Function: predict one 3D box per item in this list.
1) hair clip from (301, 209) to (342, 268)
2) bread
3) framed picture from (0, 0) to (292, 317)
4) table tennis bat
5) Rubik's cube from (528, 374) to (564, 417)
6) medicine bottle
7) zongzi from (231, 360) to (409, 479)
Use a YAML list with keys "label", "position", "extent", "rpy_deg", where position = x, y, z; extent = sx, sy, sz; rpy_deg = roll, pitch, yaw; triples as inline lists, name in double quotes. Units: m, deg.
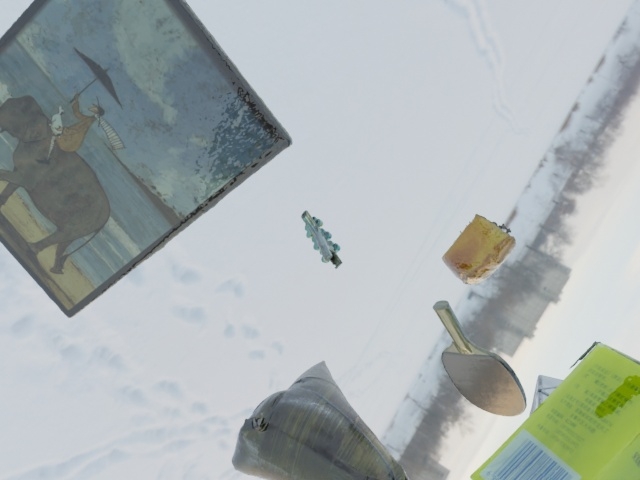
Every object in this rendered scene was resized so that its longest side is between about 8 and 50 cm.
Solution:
- label: "hair clip"
  position: [0.000, 0.001, 1.150]
  extent: [0.049, 0.173, 0.049]
  rpy_deg: [-11, 127, -15]
- label: "bread"
  position: [0.376, 0.039, 1.483]
  extent: [0.134, 0.129, 0.260]
  rpy_deg: [-50, 170, -11]
- label: "framed picture"
  position: [-0.236, -0.103, 0.619]
  extent: [0.347, 0.265, 0.016]
  rpy_deg: [-34, -171, 20]
- label: "table tennis bat"
  position: [0.246, 0.198, 0.979]
  extent: [0.138, 0.246, 0.022]
  rpy_deg: [-8, -149, 50]
- label: "Rubik's cube"
  position: [0.551, 0.435, 1.293]
  extent: [0.207, 0.205, 0.205]
  rpy_deg: [-24, 123, -66]
- label: "medicine bottle"
  position: [0.321, 0.263, 0.710]
  extent: [0.250, 0.137, 0.141]
  rpy_deg: [-44, -161, -2]
- label: "zongzi"
  position: [0.067, 0.449, 1.422]
  extent: [0.432, 0.403, 0.208]
  rpy_deg: [-30, 138, -59]
